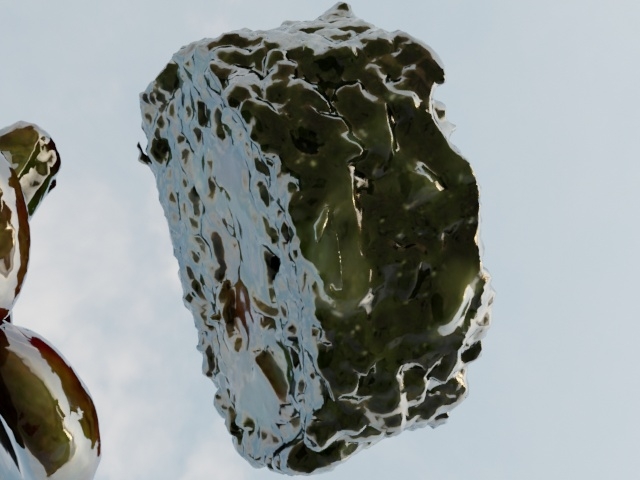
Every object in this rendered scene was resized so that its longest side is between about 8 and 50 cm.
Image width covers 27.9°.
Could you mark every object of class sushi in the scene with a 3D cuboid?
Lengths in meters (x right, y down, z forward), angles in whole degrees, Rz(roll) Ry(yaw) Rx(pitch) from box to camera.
[{"bbox_3d":[0.000,0.000,0.998,0.178,0.294,0.352,-16,-81,-23],"label":"sushi"}]

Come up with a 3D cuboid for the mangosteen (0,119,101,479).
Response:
[{"bbox_3d":[-0.328,0.060,0.708,0.435,0.382,0.382,-7,-89,-43],"label":"mangosteen"}]
